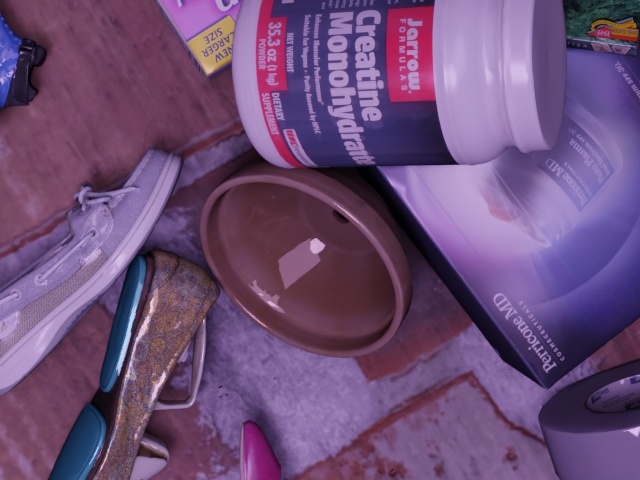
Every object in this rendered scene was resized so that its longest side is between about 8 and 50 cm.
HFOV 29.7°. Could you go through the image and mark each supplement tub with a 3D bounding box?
[{"bbox_3d":[0.074,-0.162,1.100,0.272,0.191,0.191,0,95,21],"label":"supplement tub"}]

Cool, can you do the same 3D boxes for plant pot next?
[{"bbox_3d":[0.000,0.000,1.265,0.237,0.237,0.109,44,49,-7],"label":"plant pot"}]

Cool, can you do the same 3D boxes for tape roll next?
[{"bbox_3d":[0.348,0.192,1.285,0.219,0.219,0.072,-20,97,-4],"label":"tape roll"}]

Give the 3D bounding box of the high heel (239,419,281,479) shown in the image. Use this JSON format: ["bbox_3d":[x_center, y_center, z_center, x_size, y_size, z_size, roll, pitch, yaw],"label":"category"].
[{"bbox_3d":[-0.018,0.303,1.323,0.117,0.082,0.244,-11,99,2],"label":"high heel"}]

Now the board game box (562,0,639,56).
[{"bbox_3d":[0.190,-0.264,1.184,0.260,0.030,0.136,9,81,12],"label":"board game box"}]

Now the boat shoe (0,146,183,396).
[{"bbox_3d":[-0.268,0.019,1.264,0.103,0.118,0.320,41,97,-12],"label":"boat shoe"}]

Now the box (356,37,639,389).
[{"bbox_3d":[0.245,-0.053,1.275,0.294,0.183,0.296,-38,96,-1],"label":"box"}]

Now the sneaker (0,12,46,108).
[{"bbox_3d":[-0.330,-0.214,1.265,0.085,0.058,0.152,-1,92,-8],"label":"sneaker"}]

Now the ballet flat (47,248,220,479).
[{"bbox_3d":[-0.199,0.183,1.289,0.123,0.123,0.348,21,92,-7],"label":"ballet flat"}]

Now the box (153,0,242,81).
[{"bbox_3d":[-0.094,-0.323,1.249,0.214,0.117,0.243,-32,98,-2],"label":"box"}]
